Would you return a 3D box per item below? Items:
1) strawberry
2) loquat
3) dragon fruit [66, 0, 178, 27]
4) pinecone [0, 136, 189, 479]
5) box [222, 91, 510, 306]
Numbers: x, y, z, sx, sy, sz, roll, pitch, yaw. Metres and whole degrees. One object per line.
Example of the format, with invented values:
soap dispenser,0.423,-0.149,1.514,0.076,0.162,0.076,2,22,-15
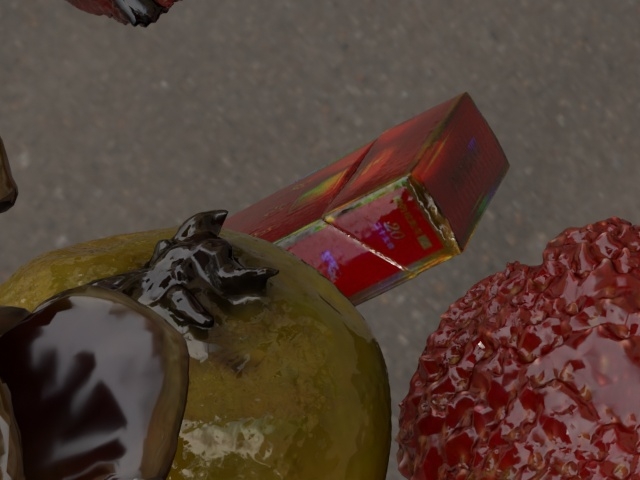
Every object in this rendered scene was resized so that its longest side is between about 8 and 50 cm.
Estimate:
strawberry,0.174,0.102,0.990,0.261,0.257,0.261,-5,75,18
loquat,-0.078,0.096,0.869,0.244,0.244,0.244,-16,56,25
dragon fruit,-0.068,-0.197,0.928,0.192,0.092,0.122,-26,34,-16
pinecone,-0.228,0.072,0.433,0.384,0.384,0.384,-16,56,25
box,0.000,0.000,1.527,0.313,0.089,0.197,-27,13,28
